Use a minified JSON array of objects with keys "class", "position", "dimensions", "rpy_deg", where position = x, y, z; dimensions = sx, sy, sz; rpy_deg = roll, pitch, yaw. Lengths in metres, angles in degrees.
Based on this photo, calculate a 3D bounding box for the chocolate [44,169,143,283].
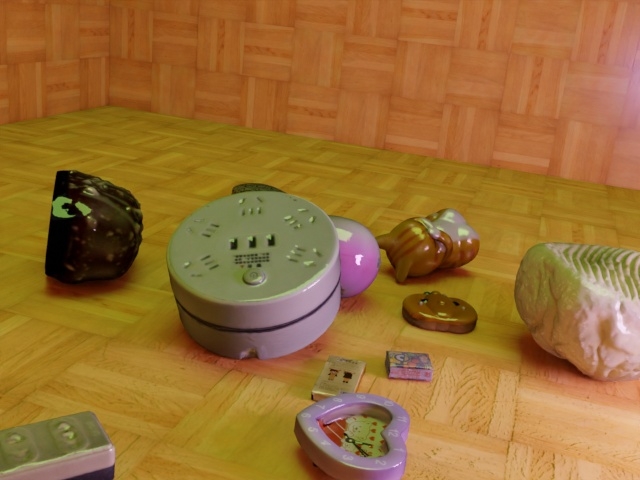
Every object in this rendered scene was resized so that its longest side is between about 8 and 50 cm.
[{"class":"chocolate","position":[-0.510,-0.027,1.662],"dimensions":[0.210,0.225,0.340],"rpy_deg":[8,17,-20]}]

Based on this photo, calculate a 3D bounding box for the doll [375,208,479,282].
[{"class":"doll","position":[0.286,0.008,1.885],"dimensions":[0.269,0.162,0.167],"rpy_deg":[-3,44,-41]}]

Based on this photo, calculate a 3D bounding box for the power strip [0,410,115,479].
[{"class":"power strip","position":[-0.407,0.297,0.950],"dimensions":[0.256,0.070,0.105],"rpy_deg":[-8,23,-33]}]

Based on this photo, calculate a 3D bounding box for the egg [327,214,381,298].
[{"class":"egg","position":[0.004,0.035,1.666],"dimensions":[0.271,0.197,0.196],"rpy_deg":[6,16,33]}]

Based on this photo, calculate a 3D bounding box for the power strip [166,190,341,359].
[{"class":"power strip","position":[-0.126,0.051,1.432],"dimensions":[0.357,0.162,0.358],"rpy_deg":[-2,40,2]}]

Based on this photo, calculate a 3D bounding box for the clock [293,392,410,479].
[{"class":"clock","position":[0.044,0.300,1.086],"dimensions":[0.172,0.064,0.198],"rpy_deg":[8,19,6]}]

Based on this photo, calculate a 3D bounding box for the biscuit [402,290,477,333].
[{"class":"biscuit","position":[0.266,0.149,1.625],"dimensions":[0.170,0.050,0.170],"rpy_deg":[6,18,-2]}]

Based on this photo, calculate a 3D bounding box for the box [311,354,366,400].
[{"class":"box","position":[0.035,0.249,1.304],"dimensions":[0.073,0.020,0.149],"rpy_deg":[9,19,12]}]

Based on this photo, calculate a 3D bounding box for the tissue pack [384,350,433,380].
[{"class":"tissue pack","position":[0.165,0.235,1.364],"dimensions":[0.083,0.035,0.063],"rpy_deg":[7,18,-4]}]

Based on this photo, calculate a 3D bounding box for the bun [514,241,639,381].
[{"class":"bun","position":[0.558,0.144,1.455],"dimensions":[0.352,0.228,0.349],"rpy_deg":[16,21,21]}]

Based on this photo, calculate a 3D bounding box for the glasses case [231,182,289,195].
[{"class":"glasses case","position":[-0.151,-0.106,2.197],"dimensions":[0.137,0.085,0.354],"rpy_deg":[-4,21,-31]}]
